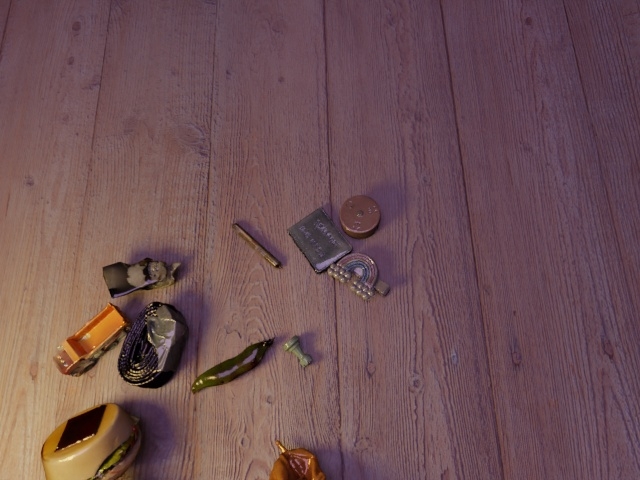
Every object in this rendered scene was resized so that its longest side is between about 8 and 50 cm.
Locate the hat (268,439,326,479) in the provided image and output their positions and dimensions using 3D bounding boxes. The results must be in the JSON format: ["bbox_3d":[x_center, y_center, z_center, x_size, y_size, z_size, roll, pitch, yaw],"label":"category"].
[{"bbox_3d":[-0.100,0.724,1.511,0.244,0.234,0.233,2,41,-36],"label":"hat"}]

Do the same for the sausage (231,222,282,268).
[{"bbox_3d":[-0.240,0.020,1.828,0.269,0.033,0.033,40,80,16],"label":"sausage"}]

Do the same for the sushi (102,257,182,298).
[{"bbox_3d":[-0.639,0.135,1.802,0.272,0.109,0.134,-16,66,-15],"label":"sushi"}]

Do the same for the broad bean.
[{"bbox_3d":[-0.294,0.433,1.683,0.338,0.061,0.077,-29,64,-5],"label":"broad bean"}]

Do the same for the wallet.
[{"bbox_3d":[0.000,-0.001,1.811,0.167,0.036,0.222,-34,72,-6],"label":"wallet"}]

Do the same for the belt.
[{"bbox_3d":[-0.572,0.356,1.682,0.184,0.164,0.289,11,71,15],"label":"belt"}]

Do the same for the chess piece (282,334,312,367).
[{"bbox_3d":[-0.075,0.383,1.681,0.067,0.067,0.103,-40,81,-8],"label":"chess piece"}]

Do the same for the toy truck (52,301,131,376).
[{"bbox_3d":[-0.793,0.351,1.716,0.270,0.135,0.114,-43,74,-9],"label":"toy truck"}]

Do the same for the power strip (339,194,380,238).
[{"bbox_3d":[0.143,-0.087,1.804,0.154,0.078,0.154,-2,73,5],"label":"power strip"}]

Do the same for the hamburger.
[{"bbox_3d":[-0.715,0.654,1.541,0.301,0.302,0.171,-20,108,-1],"label":"hamburger"}]

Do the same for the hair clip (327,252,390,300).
[{"bbox_3d":[0.148,0.122,1.742,0.220,0.054,0.140,36,80,12],"label":"hair clip"}]
